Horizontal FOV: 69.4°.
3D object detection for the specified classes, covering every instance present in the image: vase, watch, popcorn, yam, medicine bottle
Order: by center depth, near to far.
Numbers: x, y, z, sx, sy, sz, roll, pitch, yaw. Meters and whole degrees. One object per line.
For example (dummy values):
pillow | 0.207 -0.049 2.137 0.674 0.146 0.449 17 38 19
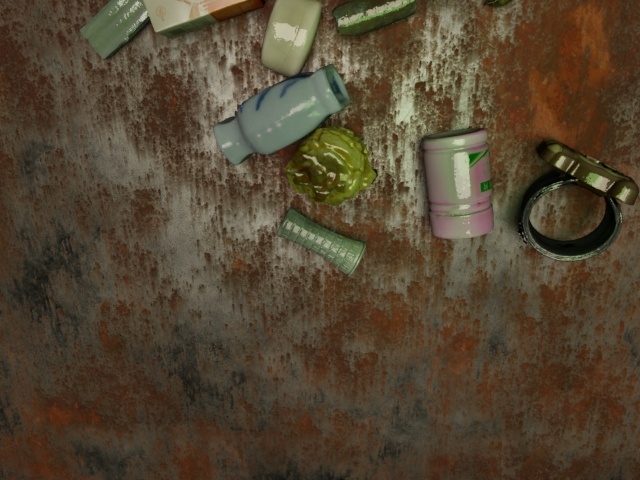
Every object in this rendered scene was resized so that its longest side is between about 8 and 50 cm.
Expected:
yam | 0.169 -0.705 1.419 0.259 0.106 0.106 -17 106 7
popcorn | 0.023 -0.232 1.492 0.293 0.237 0.293 7 125 9
medicine bottle | 0.450 -0.189 1.508 0.212 0.212 0.325 -9 105 4
watch | 0.800 -0.119 1.517 0.335 0.314 0.327 30 117 8
vase | 0.000 0.000 1.619 0.298 0.143 0.143 27 106 -4

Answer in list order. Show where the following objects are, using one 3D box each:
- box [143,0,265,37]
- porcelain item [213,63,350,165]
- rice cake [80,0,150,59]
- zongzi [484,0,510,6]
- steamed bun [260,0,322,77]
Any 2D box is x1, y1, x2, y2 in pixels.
box | -0.361 -0.780 1.391 0.341 0.143 0.225 -17 106 5
porcelain item | -0.122 -0.386 1.420 0.405 0.242 0.178 -22 108 25
rice cake | -0.640 -0.687 1.460 0.237 0.043 0.127 -34 101 18
zongzi | 0.554 -0.829 1.371 0.205 0.094 0.204 -34 107 11
steamed bun | -0.091 -0.631 1.415 0.146 0.164 0.242 20 106 -6
